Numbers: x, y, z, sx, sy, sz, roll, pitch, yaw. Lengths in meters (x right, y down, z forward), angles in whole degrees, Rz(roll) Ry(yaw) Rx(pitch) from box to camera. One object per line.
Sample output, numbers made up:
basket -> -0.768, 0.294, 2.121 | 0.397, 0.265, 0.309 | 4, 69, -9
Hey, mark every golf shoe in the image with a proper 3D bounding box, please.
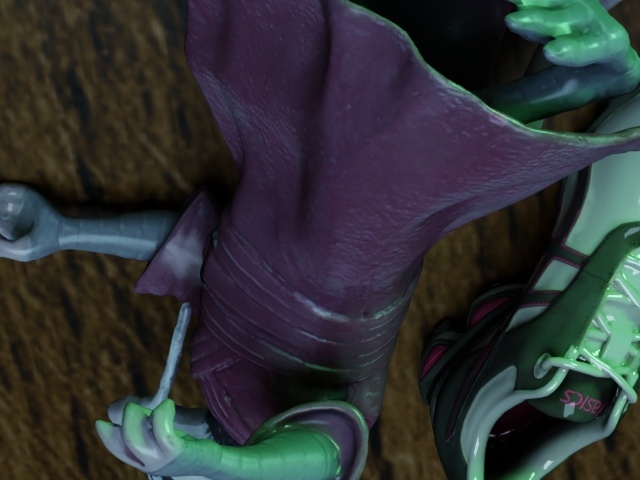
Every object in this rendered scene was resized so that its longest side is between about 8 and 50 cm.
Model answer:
golf shoe -> 0.149, 0.031, 0.821 | 0.105, 0.120, 0.273 | 24, 122, -14

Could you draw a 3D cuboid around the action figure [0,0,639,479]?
action figure -> 0.000, 0.000, 0.785 | 0.276, 0.248, 0.370 | -3, 132, -27
